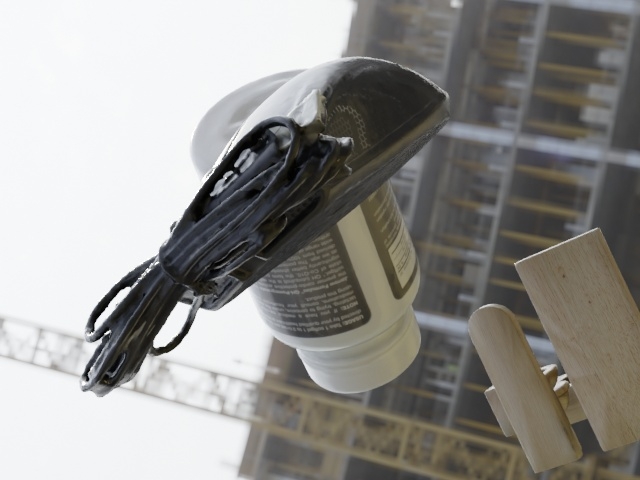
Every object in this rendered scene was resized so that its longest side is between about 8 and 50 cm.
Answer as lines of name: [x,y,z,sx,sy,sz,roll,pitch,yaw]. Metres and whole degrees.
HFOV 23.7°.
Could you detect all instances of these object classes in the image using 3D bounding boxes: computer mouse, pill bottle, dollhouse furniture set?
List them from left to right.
computer mouse: [-0.019,-0.038,0.775,0.188,0.072,0.272,-44,-4,31]
pill bottle: [0.000,0.000,1.551,0.176,0.176,0.318,-56,-42,-39]
dollhouse furniture set: [0.165,0.056,0.970,0.151,0.144,0.123,-27,-89,-57]
